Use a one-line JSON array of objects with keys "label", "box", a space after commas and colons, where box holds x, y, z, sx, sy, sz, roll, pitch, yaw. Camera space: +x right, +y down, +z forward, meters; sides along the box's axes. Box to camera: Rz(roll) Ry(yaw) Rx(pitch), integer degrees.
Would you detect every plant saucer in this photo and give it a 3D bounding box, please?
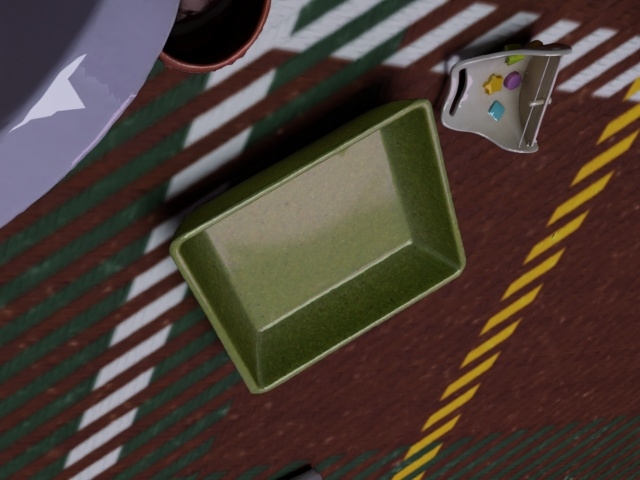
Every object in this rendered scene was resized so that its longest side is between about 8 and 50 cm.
[{"label": "plant saucer", "box": [0.000, 0.000, 0.716, 0.188, 0.045, 0.188, -30, 140, -8]}]

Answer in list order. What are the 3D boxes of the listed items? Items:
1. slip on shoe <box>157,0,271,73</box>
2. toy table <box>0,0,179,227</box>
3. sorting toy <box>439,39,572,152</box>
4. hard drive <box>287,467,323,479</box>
[{"label": "slip on shoe", "box": [-0.094, -0.200, 0.411, 0.123, 0.101, 0.331, -29, 139, -6]}, {"label": "toy table", "box": [-0.201, -0.093, 0.348, 0.274, 0.252, 0.161, -18, 144, 30]}, {"label": "sorting toy", "box": [0.119, -0.103, 0.708, 0.075, 0.044, 0.083, -7, 133, -21]}, {"label": "hard drive", "box": [-0.129, 0.339, 0.956, 0.308, 0.040, 0.203, -22, 138, -17]}]
